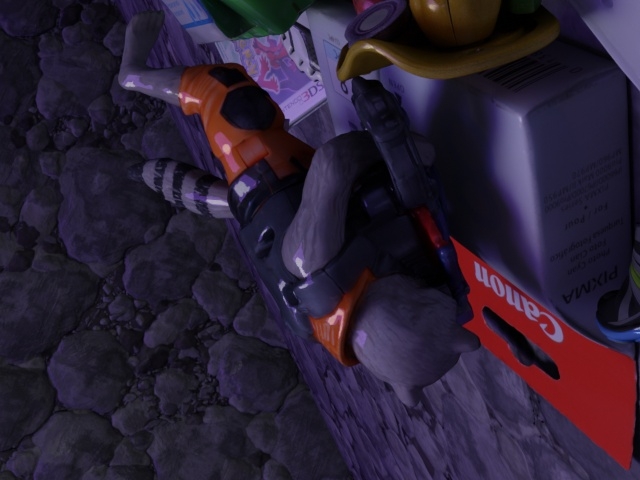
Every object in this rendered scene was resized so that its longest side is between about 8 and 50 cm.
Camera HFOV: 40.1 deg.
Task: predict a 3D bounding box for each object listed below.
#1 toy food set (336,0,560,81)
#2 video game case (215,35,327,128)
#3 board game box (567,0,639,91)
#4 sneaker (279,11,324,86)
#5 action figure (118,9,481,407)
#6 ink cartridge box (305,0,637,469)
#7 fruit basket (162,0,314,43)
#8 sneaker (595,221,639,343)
[{"bbox_3d":[0.067,-0.153,0.528,0.218,0.128,0.071,-82,-20,-68],"label":"toy food set"},{"bbox_3d":[-0.052,-0.241,1.032,0.183,0.023,0.201,-29,84,44],"label":"video game case"},{"bbox_3d":[0.170,-0.208,0.307,0.390,0.050,0.390,61,167,22],"label":"board game box"},{"bbox_3d":[-0.007,-0.249,0.908,0.234,0.078,0.106,51,146,16],"label":"sneaker"},{"bbox_3d":[0.000,0.000,0.678,0.330,0.178,0.341,48,174,38],"label":"action figure"},{"bbox_3d":[0.126,-0.005,0.748,0.308,0.091,0.385,43,153,52],"label":"ink cartridge box"},{"bbox_3d":[-0.146,-0.312,0.710,0.353,0.165,0.327,36,177,-23],"label":"fruit basket"},{"bbox_3d":[0.220,0.018,0.532,0.188,0.067,0.078,98,167,-71],"label":"sneaker"}]
